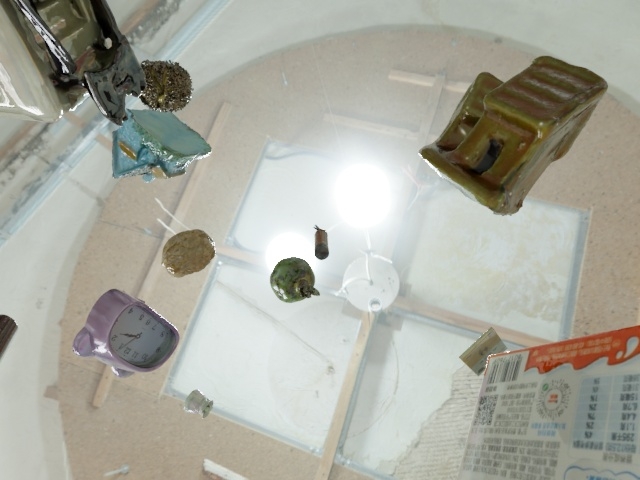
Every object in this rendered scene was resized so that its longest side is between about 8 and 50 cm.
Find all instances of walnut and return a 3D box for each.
[{"bbox_3d":[-0.232,0.021,0.754,0.096,0.083,0.079,-25,-147,-7],"label":"walnut"}]

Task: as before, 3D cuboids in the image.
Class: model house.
[{"bbox_3d":[-0.526,-0.259,1.370,0.226,0.261,0.241,42,-70,2],"label":"model house"},{"bbox_3d":[0.285,-0.184,0.684,0.239,0.173,0.268,-57,-137,20],"label":"model house"}]

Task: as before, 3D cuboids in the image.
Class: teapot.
[{"bbox_3d":[-0.323,0.442,1.170,0.064,0.083,0.064,21,-92,16],"label":"teapot"}]

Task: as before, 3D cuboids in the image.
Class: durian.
[{"bbox_3d":[-0.216,-0.219,0.606,0.080,0.080,0.091,6,-143,11],"label":"durian"}]

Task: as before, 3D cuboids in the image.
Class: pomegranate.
[{"bbox_3d":[-0.060,0.105,1.087,0.122,0.122,0.161,-52,-144,-10],"label":"pomegranate"}]

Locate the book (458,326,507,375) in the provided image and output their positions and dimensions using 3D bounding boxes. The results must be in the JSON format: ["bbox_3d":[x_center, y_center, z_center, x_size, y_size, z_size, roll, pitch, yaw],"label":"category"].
[{"bbox_3d":[0.445,0.305,1.173,0.118,0.172,0.012,-45,-135,3],"label":"book"}]

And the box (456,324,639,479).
[{"bbox_3d":[0.222,0.216,0.395,0.048,0.273,0.265,31,-116,-5],"label":"box"}]

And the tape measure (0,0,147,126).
[{"bbox_3d":[-0.276,-0.214,0.295,0.270,0.232,0.133,11,-135,6],"label":"tape measure"}]

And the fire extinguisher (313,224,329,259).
[{"bbox_3d":[0.000,0.000,1.399,0.062,0.177,0.050,38,-71,-18],"label":"fire extinguisher"}]

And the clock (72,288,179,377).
[{"bbox_3d":[-0.291,0.152,0.662,0.050,0.153,0.110,15,-119,30],"label":"clock"}]

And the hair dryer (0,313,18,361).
[{"bbox_3d":[-0.721,0.231,0.693,0.340,0.123,0.313,14,-146,-20],"label":"hair dryer"}]
